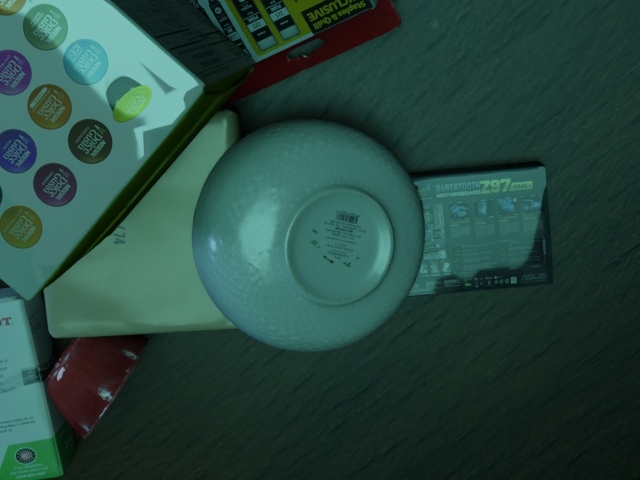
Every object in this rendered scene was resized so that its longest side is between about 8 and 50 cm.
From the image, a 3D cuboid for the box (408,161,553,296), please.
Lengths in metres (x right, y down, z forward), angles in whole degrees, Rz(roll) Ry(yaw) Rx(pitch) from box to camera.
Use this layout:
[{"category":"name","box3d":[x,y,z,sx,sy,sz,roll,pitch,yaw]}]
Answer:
[{"category":"box","box3d":[0.229,-0.017,1.826,0.233,0.059,0.183,-6,101,4]}]

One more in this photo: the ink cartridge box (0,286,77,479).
[{"category":"ink cartridge box","box3d":[-0.515,0.226,1.868,0.211,0.121,0.289,-9,101,4]}]

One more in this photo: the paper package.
[{"category":"paper package","box3d":[-0.256,-0.035,1.786,0.309,0.168,0.324,-3,100,3]}]

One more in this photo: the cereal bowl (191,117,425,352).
[{"category":"cereal bowl","box3d":[0.000,0.000,1.681,0.339,0.141,0.339,-3,100,-20]}]

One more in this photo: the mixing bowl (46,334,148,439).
[{"category":"mixing bowl","box3d":[-0.348,0.197,1.823,0.098,0.181,0.181,34,100,-8]}]

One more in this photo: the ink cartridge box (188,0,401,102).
[{"category":"ink cartridge box","box3d":[-0.080,-0.337,1.682,0.309,0.130,0.272,-22,113,21]}]

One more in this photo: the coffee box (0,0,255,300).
[{"category":"coffee box","box3d":[-0.330,-0.188,1.498,0.334,0.338,0.337,41,104,-4]}]
